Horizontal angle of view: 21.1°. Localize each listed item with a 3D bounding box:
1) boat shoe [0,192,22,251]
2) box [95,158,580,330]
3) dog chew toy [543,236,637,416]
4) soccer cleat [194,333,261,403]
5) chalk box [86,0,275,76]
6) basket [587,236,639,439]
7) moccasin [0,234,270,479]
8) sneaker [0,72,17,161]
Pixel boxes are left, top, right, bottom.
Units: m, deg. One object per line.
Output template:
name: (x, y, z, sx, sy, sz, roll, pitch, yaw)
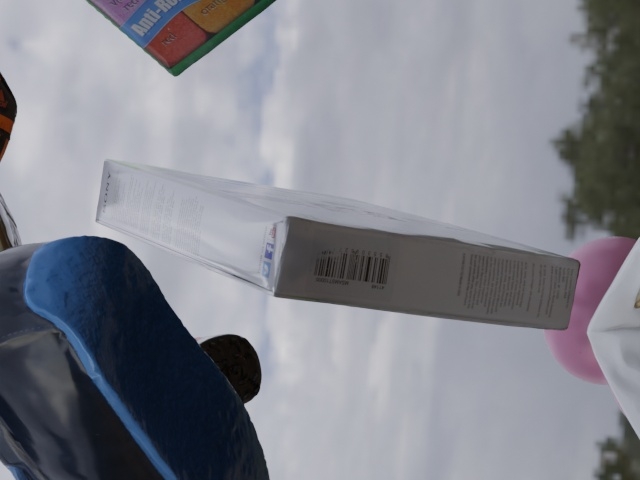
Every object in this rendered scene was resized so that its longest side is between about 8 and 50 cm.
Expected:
boat shoe: (-0.373, -0.079, 1.556, 0.341, 0.110, 0.122, 56, 171, 26)
box: (0.000, 0.000, 1.247, 0.322, 0.232, 0.058, 21, 101, 61)
dog chew toy: (0.336, 0.094, 1.443, 0.206, 0.331, 0.207, -42, -36, -42)
soccer cleat: (-0.207, 0.158, 1.889, 0.318, 0.116, 0.109, -1, -103, -49)
chalk box: (-0.089, -0.246, 1.090, 0.179, 0.180, 0.289, 40, -151, -34)
basket: (0.225, 0.072, 0.847, 0.167, 0.103, 0.113, 62, 154, 28)
moccasin: (-0.112, 0.112, 0.940, 0.138, 0.116, 0.342, -80, -22, -44)
sneaker: (-0.457, -0.172, 1.774, 0.180, 0.321, 0.124, -62, -1, -12)
